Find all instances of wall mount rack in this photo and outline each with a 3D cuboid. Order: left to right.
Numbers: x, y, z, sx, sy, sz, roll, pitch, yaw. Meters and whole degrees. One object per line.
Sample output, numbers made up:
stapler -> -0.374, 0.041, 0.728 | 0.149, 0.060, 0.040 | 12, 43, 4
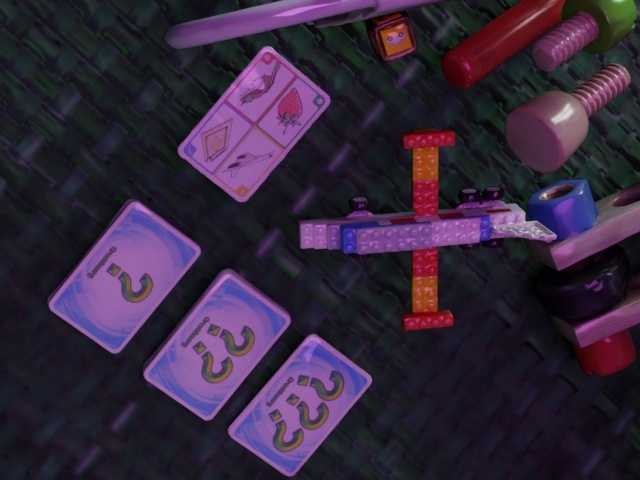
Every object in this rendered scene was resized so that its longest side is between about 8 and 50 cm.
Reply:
wall mount rack -> 0.092, -0.187, 0.863 | 0.350, 0.304, 0.130 | -16, 97, -17

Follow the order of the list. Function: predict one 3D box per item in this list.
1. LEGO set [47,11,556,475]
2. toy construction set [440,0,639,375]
LEGO set -> 0.000, 0.000, 0.974 | 0.182, 0.060, 0.244 | 39, 96, -21
toy construction set -> 0.249, -0.048, 1.024 | 0.237, 0.257, 0.309 | -37, 86, -30
